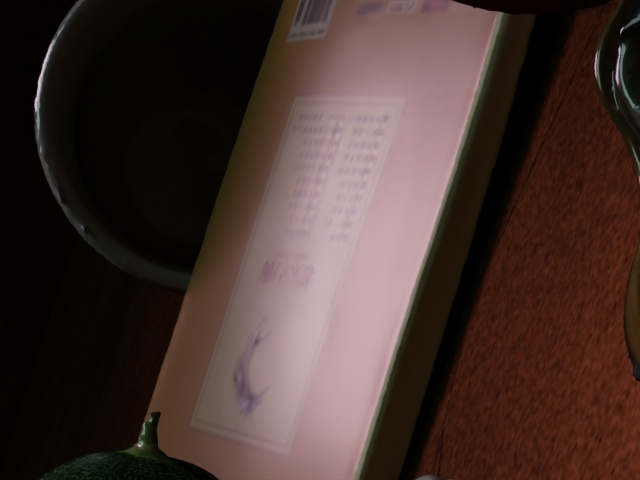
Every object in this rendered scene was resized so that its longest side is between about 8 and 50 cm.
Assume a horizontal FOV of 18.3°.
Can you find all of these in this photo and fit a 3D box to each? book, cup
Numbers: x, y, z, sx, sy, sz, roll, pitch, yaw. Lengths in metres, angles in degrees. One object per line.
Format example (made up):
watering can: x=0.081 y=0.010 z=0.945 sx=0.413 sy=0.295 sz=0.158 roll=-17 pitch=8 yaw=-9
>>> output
book: x=0.000 y=0.000 z=1.131 sx=0.269 sy=0.032 sz=0.389 roll=9 pitch=79 yaw=60
cup: x=-0.074 y=-0.105 z=1.384 sx=0.257 sy=0.227 sz=0.301 roll=152 pitch=134 yaw=-81

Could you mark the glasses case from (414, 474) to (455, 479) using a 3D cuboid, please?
glasses case: x=0.018 y=0.187 z=0.879 sx=0.076 sy=0.049 sz=0.197 roll=-88 pitch=22 yaw=-57

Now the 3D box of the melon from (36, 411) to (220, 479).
melon: x=-0.102 y=0.228 z=0.994 sx=0.182 sy=0.182 sz=0.287 roll=166 pitch=109 yaw=-76

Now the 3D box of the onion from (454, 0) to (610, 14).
onion: x=0.089 y=-0.273 z=0.772 sx=0.358 sy=0.345 sz=0.358 roll=-14 pitch=67 yaw=37

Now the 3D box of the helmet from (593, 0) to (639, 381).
helmet: x=0.158 y=-0.063 z=0.485 sx=0.198 sy=0.130 sz=0.224 roll=161 pitch=119 yaw=-80
